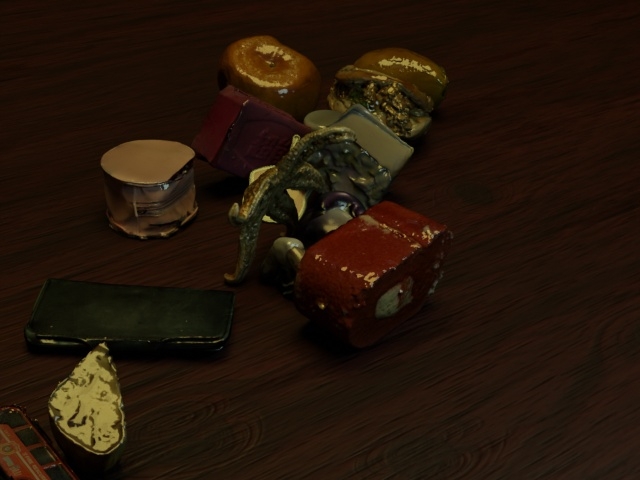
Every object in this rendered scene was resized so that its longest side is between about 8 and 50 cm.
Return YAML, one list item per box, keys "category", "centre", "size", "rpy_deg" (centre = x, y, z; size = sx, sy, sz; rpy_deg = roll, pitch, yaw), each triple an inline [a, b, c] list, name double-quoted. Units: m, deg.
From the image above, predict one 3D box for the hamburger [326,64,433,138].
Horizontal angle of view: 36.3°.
- category: "hamburger"
  centre: [0.141, -0.301, 2.195]
  size: [0.243, 0.146, 0.286]
  rpy_deg: [8, 11, -31]

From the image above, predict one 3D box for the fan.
- category: "fan"
  centre: [-0.074, -0.125, 1.934]
  size: [0.132, 0.009, 0.219]
  rpy_deg: [15, 60, 6]

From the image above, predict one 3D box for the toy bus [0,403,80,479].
- category: "toy bus"
  centre: [-0.376, 0.295, 1.241]
  size: [0.096, 0.073, 0.235]
  rpy_deg: [-10, 33, -39]

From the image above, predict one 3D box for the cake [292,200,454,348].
- category: "cake"
  centre: [0.088, 0.059, 1.584]
  size: [0.151, 0.176, 0.283]
  rpy_deg: [26, 43, 30]

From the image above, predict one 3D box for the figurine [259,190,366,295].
- category: "figurine"
  centre: [0.000, 0.000, 1.712]
  size: [0.145, 0.145, 0.222]
  rpy_deg: [26, 39, 32]

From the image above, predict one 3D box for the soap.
- category: "soap"
  centre: [-0.125, -0.203, 1.999]
  size: [0.099, 0.162, 0.250]
  rpy_deg: [28, 8, 41]

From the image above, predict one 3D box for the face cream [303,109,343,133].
- category: "face cream"
  centre: [0.012, -0.218, 2.101]
  size: [0.117, 0.104, 0.117]
  rpy_deg: [3, 30, -2]

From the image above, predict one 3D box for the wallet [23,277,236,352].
- category: "wallet"
  centre: [-0.298, 0.123, 1.554]
  size: [0.318, 0.045, 0.172]
  rpy_deg: [2, 28, -2]

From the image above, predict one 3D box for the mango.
- category: "mango"
  centre: [0.191, -0.392, 2.367]
  size: [0.249, 0.151, 0.156]
  rpy_deg: [15, -1, 24]

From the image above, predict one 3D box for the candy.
- category: "candy"
  centre: [0.069, -0.161, 1.934]
  size: [0.185, 0.137, 0.195]
  rpy_deg: [39, 35, -1]

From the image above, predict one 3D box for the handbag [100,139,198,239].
- category: "handbag"
  centre: [-0.323, -0.102, 1.857]
  size: [0.179, 0.116, 0.205]
  rpy_deg: [14, 32, 15]

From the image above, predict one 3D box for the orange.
- category: "orange"
  centre: [-0.116, -0.350, 2.237]
  size: [0.249, 0.183, 0.249]
  rpy_deg: [7, 48, -8]

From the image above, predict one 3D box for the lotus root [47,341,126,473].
- category: "lotus root"
  centre: [-0.306, 0.237, 1.285]
  size: [0.096, 0.135, 0.159]
  rpy_deg: [-4, 44, -13]

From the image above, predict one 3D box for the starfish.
- category: "starfish"
  centre: [-0.064, -0.082, 1.678]
  size: [0.094, 0.327, 0.375]
  rpy_deg: [42, 32, 9]
